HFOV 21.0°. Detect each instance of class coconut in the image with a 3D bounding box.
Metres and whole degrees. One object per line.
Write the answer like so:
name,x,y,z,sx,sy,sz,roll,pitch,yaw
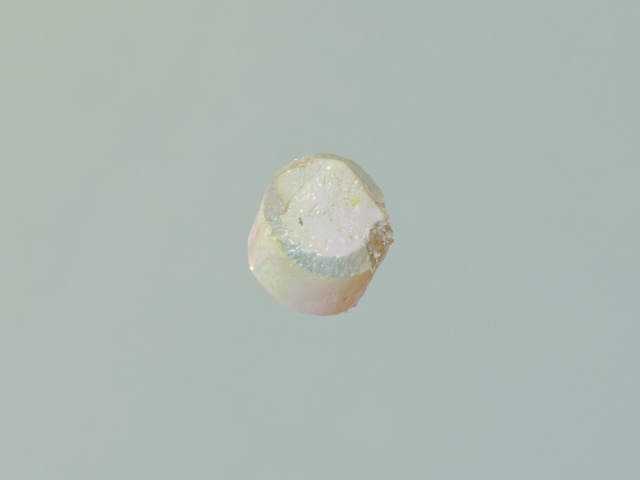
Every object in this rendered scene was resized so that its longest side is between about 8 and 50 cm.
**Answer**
coconut,0.000,0.000,1.400,0.116,0.116,0.122,-50,-9,-24
